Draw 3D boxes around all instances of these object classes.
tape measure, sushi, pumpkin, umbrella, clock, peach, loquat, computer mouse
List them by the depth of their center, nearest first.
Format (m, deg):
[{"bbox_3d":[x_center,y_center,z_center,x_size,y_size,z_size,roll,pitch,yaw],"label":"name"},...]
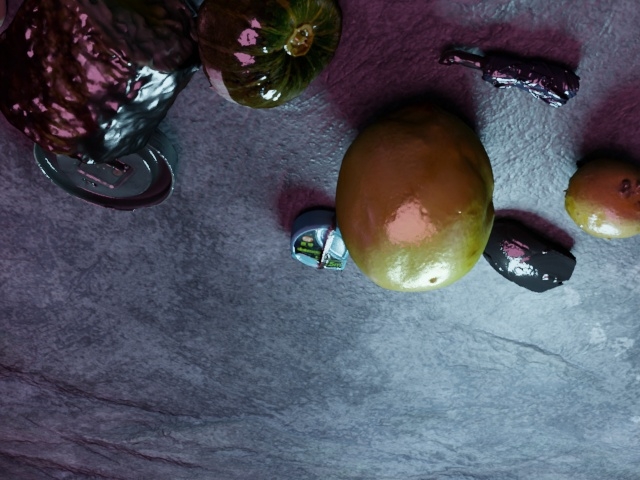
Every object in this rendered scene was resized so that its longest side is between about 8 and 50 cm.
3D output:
[{"bbox_3d":[-0.093,-0.351,1.561,0.189,0.260,0.260,33,142,30],"label":"pumpkin"},{"bbox_3d":[-0.371,-0.304,1.605,0.299,0.281,0.294,36,122,-15],"label":"sushi"},{"bbox_3d":[0.331,-0.293,1.659,0.248,0.071,0.071,16,133,-5],"label":"umbrella"},{"bbox_3d":[0.169,-0.076,1.738,0.282,0.314,0.315,9,134,22],"label":"peach"},{"bbox_3d":[0.545,-0.071,1.763,0.172,0.204,0.149,16,105,-46],"label":"loquat"},{"bbox_3d":[-0.415,-0.159,1.866,0.281,0.055,0.280,7,146,5],"label":"clock"},{"bbox_3d":[0.420,0.036,1.951,0.217,0.073,0.122,28,131,-19],"label":"computer mouse"},{"bbox_3d":[0.000,0.000,1.974,0.125,0.081,0.146,10,133,-6],"label":"tape measure"}]

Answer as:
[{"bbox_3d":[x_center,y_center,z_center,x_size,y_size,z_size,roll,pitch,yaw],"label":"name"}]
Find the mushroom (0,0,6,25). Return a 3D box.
[{"bbox_3d":[-0.671,-0.383,1.654,0.236,0.162,0.173,-5,131,15],"label":"mushroom"}]
